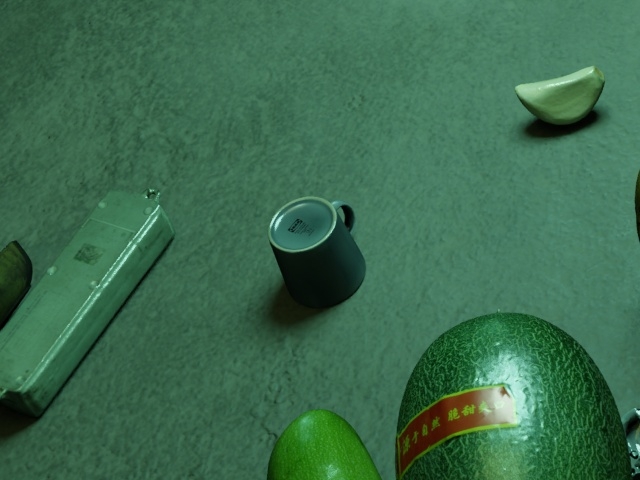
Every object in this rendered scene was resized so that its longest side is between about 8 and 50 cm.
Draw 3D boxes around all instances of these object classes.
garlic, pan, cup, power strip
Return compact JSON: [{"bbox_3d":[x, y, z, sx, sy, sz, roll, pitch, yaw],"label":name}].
[{"bbox_3d":[0.233,-0.138,1.611,0.083,0.053,0.041,-18,31,18],"label":"garlic"},{"bbox_3d":[-0.319,0.063,1.599,0.048,0.202,0.128,36,90,-4],"label":"pan"},{"bbox_3d":[0.000,0.000,1.570,0.078,0.077,0.100,12,56,31],"label":"cup"},{"bbox_3d":[-0.238,0.059,1.636,0.078,0.052,0.272,16,59,33],"label":"power strip"}]

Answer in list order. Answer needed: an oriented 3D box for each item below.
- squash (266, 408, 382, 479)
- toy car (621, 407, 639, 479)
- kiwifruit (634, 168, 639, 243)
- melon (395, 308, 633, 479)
[{"bbox_3d":[0.038,0.281,1.286,0.107,0.107,0.395,-26,47,-1],"label":"squash"},{"bbox_3d":[0.329,0.142,1.302,0.191,0.100,0.097,-38,44,15],"label":"toy car"},{"bbox_3d":[0.372,-0.024,1.358,0.234,0.196,0.196,-16,46,5],"label":"kiwifruit"},{"bbox_3d":[0.146,0.167,1.288,0.182,0.182,0.288,-12,43,12],"label":"melon"}]
